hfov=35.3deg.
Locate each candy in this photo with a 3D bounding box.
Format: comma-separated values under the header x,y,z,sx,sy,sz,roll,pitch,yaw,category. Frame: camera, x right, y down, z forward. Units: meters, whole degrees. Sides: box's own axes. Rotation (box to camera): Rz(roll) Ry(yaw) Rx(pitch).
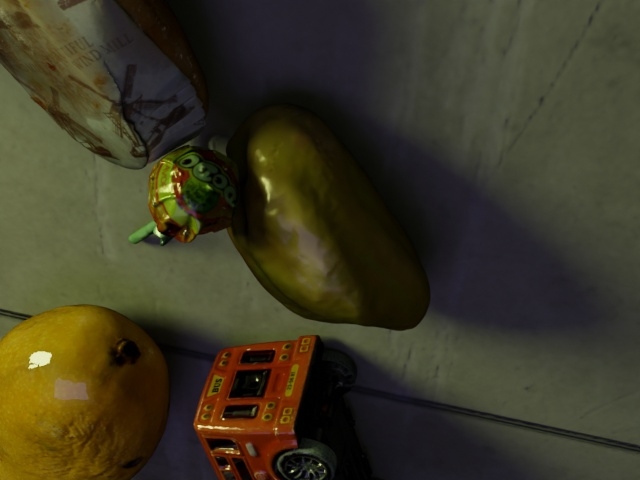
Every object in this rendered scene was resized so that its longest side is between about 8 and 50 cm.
x,y,z,sx,sy,sz,roll,pitch,yaw,category
-0.104,-0.017,0.671,0.060,0.060,0.201,34,159,-14,candy

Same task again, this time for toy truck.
x,y,z,sx,sy,sz,roll,pitch,yaw,category
-0.014,0.199,0.834,0.114,0.107,0.252,-4,129,16,toy truck

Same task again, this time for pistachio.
x,y,z,sx,sy,sz,roll,pitch,yaw,category
0.002,0.003,0.655,0.100,0.110,0.189,-34,118,2,pistachio

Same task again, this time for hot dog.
x,y,z,sx,sy,sz,roll,pitch,yaw,category
-0.158,-0.147,0.566,0.144,0.075,0.268,10,145,41,hot dog

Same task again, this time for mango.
x,y,z,sx,sy,sz,roll,pitch,yaw,category
-0.212,0.142,0.845,0.157,0.109,0.262,23,139,-18,mango
